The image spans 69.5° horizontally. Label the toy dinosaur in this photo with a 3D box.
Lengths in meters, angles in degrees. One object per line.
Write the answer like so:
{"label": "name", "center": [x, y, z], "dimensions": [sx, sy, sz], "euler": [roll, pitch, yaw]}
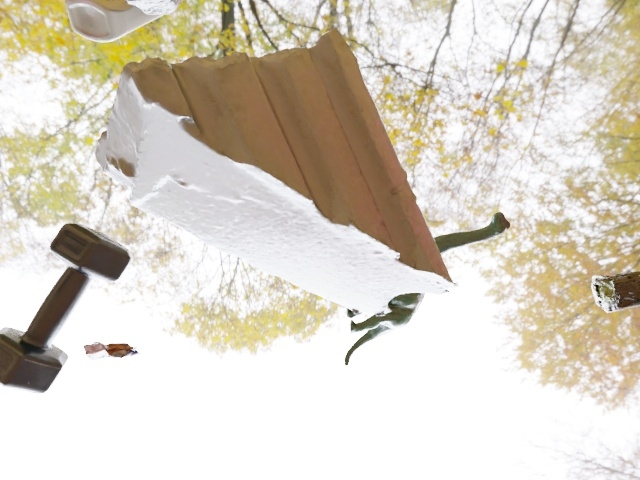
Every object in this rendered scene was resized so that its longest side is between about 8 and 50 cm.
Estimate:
{"label": "toy dinosaur", "center": [0.222, 0.118, 1.008], "dimensions": [0.330, 0.384, 0.129], "euler": [0, -154, -3]}

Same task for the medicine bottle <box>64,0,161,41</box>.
{"label": "medicine bottle", "center": [-0.522, -0.635, 1.238], "dimensions": [0.161, 0.111, 0.296], "euler": [17, -137, 12]}

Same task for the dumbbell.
{"label": "dumbbell", "center": [-0.512, 0.127, 0.904], "dimensions": [0.144, 0.160, 0.325], "euler": [32, -99, -19]}

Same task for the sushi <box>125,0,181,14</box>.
{"label": "sushi", "center": [-0.386, -0.641, 1.048], "dimensions": [0.136, 0.225, 0.126], "euler": [8, -165, 19]}

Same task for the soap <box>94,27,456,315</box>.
{"label": "soap", "center": [-0.031, -0.015, 0.439], "dimensions": [0.257, 0.159, 0.302], "euler": [-29, -86, -46]}

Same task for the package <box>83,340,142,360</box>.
{"label": "package", "center": [-0.437, 0.233, 0.973], "dimensions": [0.110, 0.077, 0.033], "euler": [2, -110, -7]}

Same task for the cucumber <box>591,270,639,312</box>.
{"label": "cucumber", "center": [0.559, 0.061, 0.707], "dimensions": [0.245, 0.067, 0.067], "euler": [-14, -127, 22]}
